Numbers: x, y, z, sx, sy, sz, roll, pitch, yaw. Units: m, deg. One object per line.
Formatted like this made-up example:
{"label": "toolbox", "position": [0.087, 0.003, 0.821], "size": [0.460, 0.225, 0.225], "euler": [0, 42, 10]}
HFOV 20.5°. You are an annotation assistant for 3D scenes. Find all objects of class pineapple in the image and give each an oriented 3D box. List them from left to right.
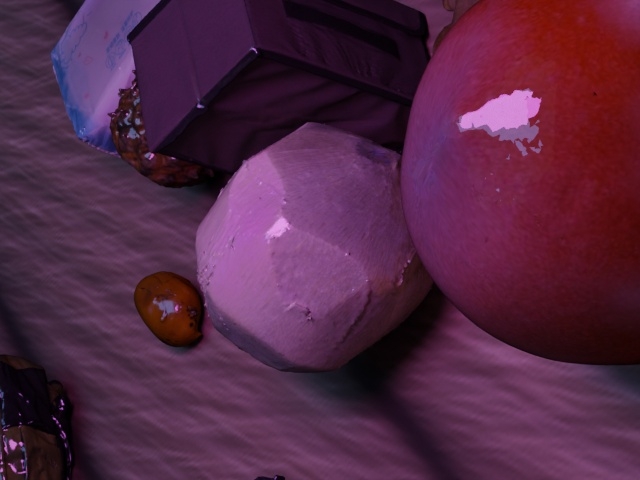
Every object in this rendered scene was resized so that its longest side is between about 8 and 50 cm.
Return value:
{"label": "pineapple", "position": [-0.122, -0.215, 2.008], "size": [0.170, 0.141, 0.310], "euler": [37, 108, 6]}

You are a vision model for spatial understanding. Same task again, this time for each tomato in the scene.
{"label": "tomato", "position": [0.206, -0.058, 1.357], "size": [0.321, 0.321, 0.321], "euler": [-27, 55, 45]}

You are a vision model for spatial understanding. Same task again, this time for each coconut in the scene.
{"label": "coconut", "position": [0.001, 0.002, 1.684], "size": [0.230, 0.227, 0.227], "euler": [-54, 38, 35]}

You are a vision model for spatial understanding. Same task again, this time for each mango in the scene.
{"label": "mango", "position": [-0.178, 0.074, 2.033], "size": [0.127, 0.063, 0.077], "euler": [35, 112, 54]}

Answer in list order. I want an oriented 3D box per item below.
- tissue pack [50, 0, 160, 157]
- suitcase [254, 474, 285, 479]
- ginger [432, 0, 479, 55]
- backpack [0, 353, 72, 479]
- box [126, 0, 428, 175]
{"label": "tissue pack", "position": [-0.209, -0.255, 2.173], "size": [0.271, 0.124, 0.201], "euler": [-51, 44, 26]}
{"label": "suitcase", "position": [-0.022, 0.274, 1.677], "size": [0.059, 0.126, 0.086], "euler": [31, 100, 53]}
{"label": "ginger", "position": [0.156, -0.164, 1.685], "size": [0.137, 0.074, 0.213], "euler": [-16, 68, 56]}
{"label": "backpack", "position": [-0.394, 0.280, 2.173], "size": [0.207, 0.140, 0.253], "euler": [-39, 53, 37]}
{"label": "box", "position": [-0.034, -0.163, 1.778], "size": [0.188, 0.252, 0.153], "euler": [-41, 47, 35]}
